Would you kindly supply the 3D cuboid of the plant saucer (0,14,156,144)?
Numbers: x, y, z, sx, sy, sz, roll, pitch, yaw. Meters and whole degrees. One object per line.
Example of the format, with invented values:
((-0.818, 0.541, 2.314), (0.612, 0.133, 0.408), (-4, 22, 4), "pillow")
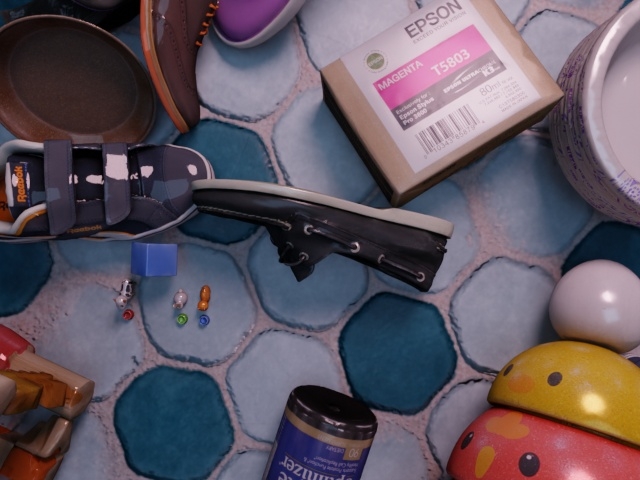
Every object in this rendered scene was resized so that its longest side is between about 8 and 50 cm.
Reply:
((-0.309, -0.189, 0.620), (0.198, 0.199, 0.036), (-13, 47, 0), "plant saucer")

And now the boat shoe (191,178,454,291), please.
((0.000, 0.000, 0.630), (0.339, 0.127, 0.113), (10, 89, -14), "boat shoe")

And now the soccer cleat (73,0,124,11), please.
((-0.359, -0.389, 0.618), (0.318, 0.116, 0.109), (39, 73, -1), "soccer cleat")

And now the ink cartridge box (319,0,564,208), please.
((0.144, -0.184, 0.629), (0.234, 0.088, 0.193), (-32, 81, 0), "ink cartridge box")

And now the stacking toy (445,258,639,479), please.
((0.298, 0.248, 0.600), (0.350, 0.351, 0.480), (19, 72, -1), "stacking toy")

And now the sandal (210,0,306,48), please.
((-0.033, -0.416, 0.551), (0.416, 0.102, 0.169), (-48, 71, 30), "sandal")

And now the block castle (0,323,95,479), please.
((-0.468, 0.299, 0.502), (0.212, 0.303, 0.454), (23, 74, 2), "block castle")

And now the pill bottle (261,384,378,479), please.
((-0.014, 0.314, 0.641), (0.122, 0.123, 0.220), (18, 91, -1), "pill bottle")

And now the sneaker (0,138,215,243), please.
((-0.300, -0.061, 0.619), (0.320, 0.127, 0.126), (-11, 79, -1), "sneaker")

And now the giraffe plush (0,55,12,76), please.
((-0.503, -0.217, 0.607), (0.210, 0.181, 0.171), (33, 99, 7), "giraffe plush")

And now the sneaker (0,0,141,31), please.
((-0.325, -0.309, 0.655), (0.170, 0.051, 0.089), (-35, 96, 3), "sneaker")

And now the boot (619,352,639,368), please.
((0.424, 0.254, 0.662), (0.069, 0.086, 0.190), (5, 91, -1), "boot")

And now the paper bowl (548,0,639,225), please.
((0.434, -0.157, 0.620), (0.283, 0.148, 0.285), (0, 92, 0), "paper bowl")

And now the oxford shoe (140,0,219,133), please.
((-0.170, -0.269, 0.607), (0.098, 0.097, 0.272), (-8, 119, -8), "oxford shoe")

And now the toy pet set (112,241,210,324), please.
((-0.213, 0.061, 0.660), (0.122, 0.065, 0.114), (3, 92, -1), "toy pet set")
